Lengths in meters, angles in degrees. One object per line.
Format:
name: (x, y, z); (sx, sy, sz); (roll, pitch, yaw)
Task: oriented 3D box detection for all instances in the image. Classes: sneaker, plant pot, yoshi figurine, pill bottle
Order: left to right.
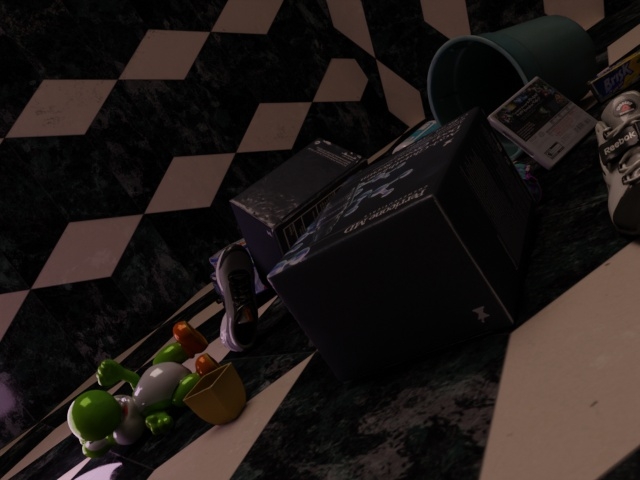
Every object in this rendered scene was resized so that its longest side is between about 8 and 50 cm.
yoshi figurine: (-0.408, 0.344, 1.412); (0.362, 0.203, 0.203); (-39, 15, -4)
plant pot: (-0.186, 0.293, 1.175); (0.081, 0.083, 0.081); (-31, 9, 30)
sneaker: (-0.193, 0.143, 1.556); (0.100, 0.272, 0.108); (-6, 5, -27)
pill bottle: (0.374, -0.321, 2.190); (0.264, 0.146, 0.146); (-40, 10, -34)
plant pot: (0.518, -0.417, 1.654); (0.334, 0.341, 0.341); (-30, 5, -27)
sneaker: (0.432, -0.120, 0.868); (0.122, 0.146, 0.330); (-29, 12, 30)

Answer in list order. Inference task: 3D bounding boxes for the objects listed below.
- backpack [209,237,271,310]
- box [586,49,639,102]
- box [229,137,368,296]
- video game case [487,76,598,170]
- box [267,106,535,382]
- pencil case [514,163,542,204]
backpack: (-0.229, 0.097, 2.073); (0.276, 0.213, 0.263); (-35, 18, -17)
box: (0.739, -0.405, 1.529); (0.169, 0.059, 0.054); (-32, 7, 20)
box: (-0.025, -0.039, 1.541); (0.294, 0.296, 0.182); (-39, 47, -24)
video game case: (0.481, -0.256, 1.365); (0.190, 0.173, 0.022); (-39, -17, -25)
box: (0.150, -0.006, 1.012); (0.293, 0.212, 0.395); (-27, 15, 32)
pencil case: (0.388, -0.107, 1.223); (0.070, 0.064, 0.152); (-59, 0, 22)
